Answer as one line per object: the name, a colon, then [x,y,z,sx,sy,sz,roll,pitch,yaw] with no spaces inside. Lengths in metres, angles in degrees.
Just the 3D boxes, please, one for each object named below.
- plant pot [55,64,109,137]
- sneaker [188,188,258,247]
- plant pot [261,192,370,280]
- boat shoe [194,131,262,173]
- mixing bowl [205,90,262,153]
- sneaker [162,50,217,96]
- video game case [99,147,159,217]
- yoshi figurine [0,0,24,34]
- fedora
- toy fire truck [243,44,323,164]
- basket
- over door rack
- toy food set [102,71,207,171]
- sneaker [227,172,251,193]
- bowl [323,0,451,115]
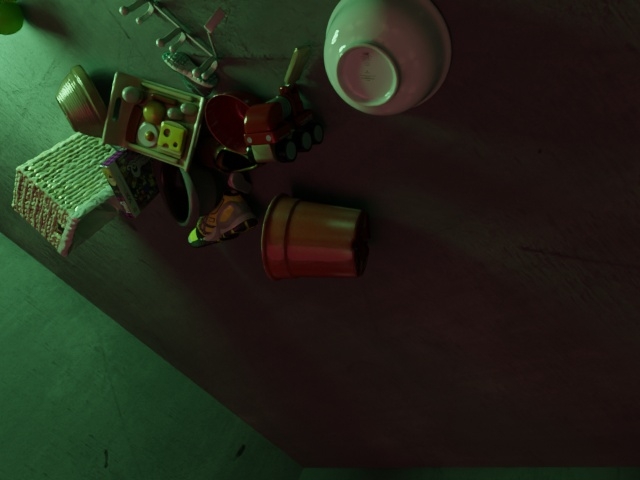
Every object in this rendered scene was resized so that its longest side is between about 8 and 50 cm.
plant pot: [-0.746,-0.414,1.554,0.237,0.109,0.237,48,157,28]
sneaker: [-0.354,-0.071,1.753,0.384,0.145,0.147,-20,89,46]
plant pot: [0.000,0.000,1.486,0.264,0.272,0.273,5,135,19]
boat shoe: [-0.285,-0.262,1.497,0.307,0.104,0.111,0,132,34]
mixing bowl: [-0.215,-0.342,1.371,0.181,0.098,0.181,18,140,16]
sneaker: [-0.369,-0.458,1.382,0.166,0.065,0.076,34,145,-1]
video game case: [-0.596,-0.226,1.639,0.041,0.232,0.210,11,136,22]
yoshi figurine: [-0.972,-0.746,1.423,0.202,0.204,0.362,-7,124,-15]
fedora: [-0.428,-0.180,1.621,0.276,0.124,0.244,61,142,13]
toy fire truck: [-0.089,-0.333,1.226,0.158,0.217,0.247,2,118,31]
basket: [-0.884,-0.180,1.810,0.266,0.331,0.328,45,139,-7]
over door rack: [-0.354,-0.518,1.179,0.239,0.108,0.324,39,170,-11]
toy food set: [-0.490,-0.349,1.459,0.306,0.092,0.220,20,103,15]
sneaker: [-0.274,-0.191,1.578,0.070,0.051,0.134,27,176,18]
bowl: [0.123,-0.385,1.080,0.297,0.134,0.298,18,140,16]
